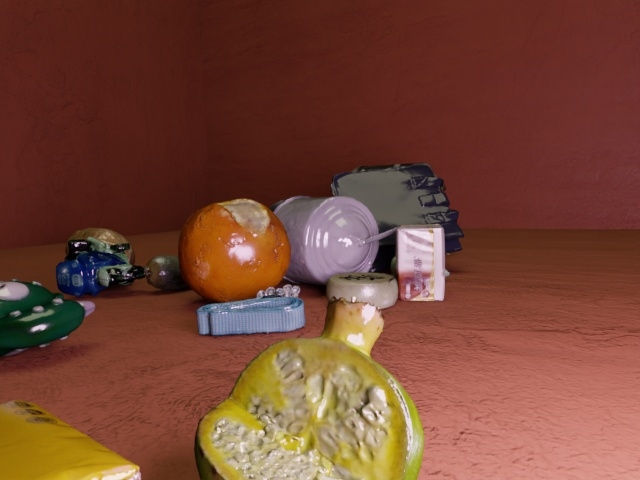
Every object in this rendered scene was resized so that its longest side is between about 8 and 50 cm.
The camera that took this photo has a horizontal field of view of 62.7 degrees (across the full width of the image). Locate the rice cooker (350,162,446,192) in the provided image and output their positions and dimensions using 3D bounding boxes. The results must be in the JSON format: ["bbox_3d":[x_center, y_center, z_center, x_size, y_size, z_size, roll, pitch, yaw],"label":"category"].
[{"bbox_3d":[0.254,-0.102,1.767,0.326,0.334,0.335,1,6,22],"label":"rice cooker"}]

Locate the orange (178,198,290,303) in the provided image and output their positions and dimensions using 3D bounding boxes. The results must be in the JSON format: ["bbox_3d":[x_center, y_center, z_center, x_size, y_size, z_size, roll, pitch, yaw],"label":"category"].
[{"bbox_3d":[-0.182,0.023,1.111,0.240,0.239,0.240,-2,5,0],"label":"orange"}]

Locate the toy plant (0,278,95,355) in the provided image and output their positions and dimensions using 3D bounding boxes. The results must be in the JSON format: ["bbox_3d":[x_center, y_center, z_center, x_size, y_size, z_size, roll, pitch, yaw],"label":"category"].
[{"bbox_3d":[-0.487,0.120,0.789,0.233,0.112,0.243,9,17,41],"label":"toy plant"}]

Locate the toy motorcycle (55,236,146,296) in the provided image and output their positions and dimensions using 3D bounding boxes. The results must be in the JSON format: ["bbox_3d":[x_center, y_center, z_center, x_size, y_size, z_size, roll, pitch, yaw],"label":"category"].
[{"bbox_3d":[-0.576,0.072,1.339,0.196,0.125,0.331,-5,10,-34],"label":"toy motorcycle"}]

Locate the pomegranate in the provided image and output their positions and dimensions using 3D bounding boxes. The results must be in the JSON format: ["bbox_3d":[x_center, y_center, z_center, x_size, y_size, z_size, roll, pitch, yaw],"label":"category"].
[{"bbox_3d":[0.001,0.130,0.365,0.143,0.122,0.169,6,48,28],"label":"pomegranate"}]

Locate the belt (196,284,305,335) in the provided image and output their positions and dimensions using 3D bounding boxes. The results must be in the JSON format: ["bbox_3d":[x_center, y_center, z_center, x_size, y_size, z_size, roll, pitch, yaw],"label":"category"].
[{"bbox_3d":[-0.117,0.121,0.892,0.179,0.065,0.100,-3,15,-8],"label":"belt"}]

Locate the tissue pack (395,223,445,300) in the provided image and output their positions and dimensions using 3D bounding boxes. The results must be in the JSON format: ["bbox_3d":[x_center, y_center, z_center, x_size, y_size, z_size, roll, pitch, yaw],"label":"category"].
[{"bbox_3d":[0.207,0.043,1.096,0.099,0.148,0.106,-1,6,10],"label":"tissue pack"}]

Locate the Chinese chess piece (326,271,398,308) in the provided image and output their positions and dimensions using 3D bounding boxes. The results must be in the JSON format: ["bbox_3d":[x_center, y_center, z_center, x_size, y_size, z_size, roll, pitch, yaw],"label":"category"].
[{"bbox_3d":[0.083,0.098,1.052,0.144,0.058,0.144,-1,5,0],"label":"Chinese chess piece"}]

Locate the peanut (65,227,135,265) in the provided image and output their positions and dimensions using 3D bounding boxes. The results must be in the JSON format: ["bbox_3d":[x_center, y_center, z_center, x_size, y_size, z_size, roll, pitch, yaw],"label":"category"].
[{"bbox_3d":[-0.676,0.038,1.612,0.325,0.153,0.140,13,-20,42],"label":"peanut"}]

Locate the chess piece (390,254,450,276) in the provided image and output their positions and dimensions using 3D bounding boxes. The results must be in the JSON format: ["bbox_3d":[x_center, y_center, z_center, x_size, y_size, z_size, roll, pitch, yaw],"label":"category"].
[{"bbox_3d":[0.250,0.072,1.305,0.149,0.059,0.059,9,11,39],"label":"chess piece"}]

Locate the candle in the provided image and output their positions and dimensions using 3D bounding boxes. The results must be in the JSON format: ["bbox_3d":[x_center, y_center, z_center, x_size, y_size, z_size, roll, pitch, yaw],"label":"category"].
[{"bbox_3d":[0.000,0.000,1.240,0.222,0.221,0.343,-6,4,-32],"label":"candle"}]

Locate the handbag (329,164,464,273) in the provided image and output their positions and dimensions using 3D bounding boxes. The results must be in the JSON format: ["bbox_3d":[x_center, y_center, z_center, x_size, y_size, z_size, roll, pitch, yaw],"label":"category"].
[{"bbox_3d":[0.211,-0.069,1.471,0.330,0.121,0.303,-10,48,-7],"label":"handbag"}]

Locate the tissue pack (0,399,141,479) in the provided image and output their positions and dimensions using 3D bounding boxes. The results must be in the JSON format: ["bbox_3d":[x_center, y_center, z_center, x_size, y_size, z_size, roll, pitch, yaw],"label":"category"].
[{"bbox_3d":[-0.201,0.167,0.324,0.169,0.082,0.120,3,9,43],"label":"tissue pack"}]

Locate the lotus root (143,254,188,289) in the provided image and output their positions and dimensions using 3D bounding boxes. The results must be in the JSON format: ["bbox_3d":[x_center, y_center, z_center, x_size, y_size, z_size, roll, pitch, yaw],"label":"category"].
[{"bbox_3d":[-0.358,0.080,1.294,0.088,0.088,0.165,3,-6,44],"label":"lotus root"}]
